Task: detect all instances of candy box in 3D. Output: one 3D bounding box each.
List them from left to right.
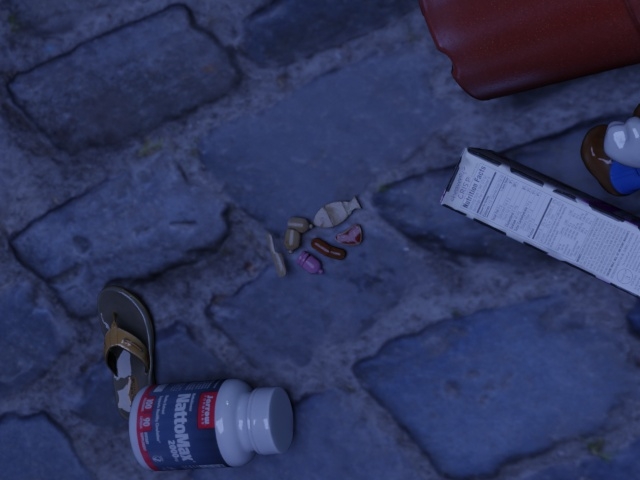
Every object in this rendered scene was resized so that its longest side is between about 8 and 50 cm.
[{"bbox_3d":[0.258,-0.021,1.275,0.233,0.159,0.071,27,101,16],"label":"candy box"}]

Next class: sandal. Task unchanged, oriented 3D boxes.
[{"bbox_3d":[-0.249,0.146,1.519,0.072,0.049,0.180,-7,91,19],"label":"sandal"}]

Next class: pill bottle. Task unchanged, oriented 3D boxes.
[{"bbox_3d":[-0.131,0.223,1.453,0.180,0.108,0.108,-7,91,19],"label":"pill bottle"}]

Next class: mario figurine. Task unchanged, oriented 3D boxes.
[{"bbox_3d":[0.393,-0.136,1.144,0.170,0.320,0.198,31,72,-23],"label":"mario figurine"}]

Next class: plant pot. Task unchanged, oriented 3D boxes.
[{"bbox_3d":[0.253,-0.276,1.220,0.265,0.272,0.272,-17,88,27],"label":"plant pot"}]

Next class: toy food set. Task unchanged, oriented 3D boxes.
[{"bbox_3d":[0.000,0.000,1.441,0.122,0.019,0.078,-18,88,11],"label":"toy food set"}]
